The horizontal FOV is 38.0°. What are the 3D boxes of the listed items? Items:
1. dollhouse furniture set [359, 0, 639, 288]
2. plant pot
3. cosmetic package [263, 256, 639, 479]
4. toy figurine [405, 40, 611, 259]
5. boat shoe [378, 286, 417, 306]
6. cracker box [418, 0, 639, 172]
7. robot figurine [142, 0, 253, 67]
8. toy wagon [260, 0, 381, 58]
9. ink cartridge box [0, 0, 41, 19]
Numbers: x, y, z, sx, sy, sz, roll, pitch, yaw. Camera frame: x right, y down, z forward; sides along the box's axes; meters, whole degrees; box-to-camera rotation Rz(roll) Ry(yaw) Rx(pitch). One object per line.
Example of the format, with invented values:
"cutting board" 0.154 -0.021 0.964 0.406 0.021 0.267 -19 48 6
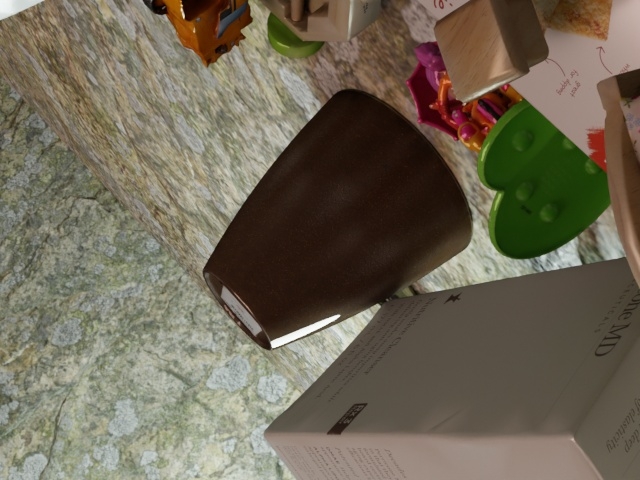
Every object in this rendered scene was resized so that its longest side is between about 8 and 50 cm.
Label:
"dollhouse furniture set" 0.112 -0.025 0.339 0.303 0.173 0.356 -20 89 60
"plant pot" 0.000 0.000 0.961 0.215 0.230 0.215 44 163 17
"cosmetic package" 0.151 0.146 0.769 0.156 0.217 0.385 54 146 -11
"toy figurine" 0.115 -0.091 0.655 0.173 0.130 0.159 25 -160 -51
"boat shoe" 0.115 0.100 1.198 0.152 0.049 0.056 46 163 12
"cracker box" 0.129 -0.164 0.498 0.232 0.067 0.156 45 147 13
"robot figurine" -0.129 -0.272 0.717 0.211 0.085 0.291 45 164 17
"toy wagon" -0.081 -0.314 0.772 0.344 0.068 0.267 46 163 16
"ink cartridge box" -0.314 -0.352 0.734 0.226 0.131 0.306 57 165 15
